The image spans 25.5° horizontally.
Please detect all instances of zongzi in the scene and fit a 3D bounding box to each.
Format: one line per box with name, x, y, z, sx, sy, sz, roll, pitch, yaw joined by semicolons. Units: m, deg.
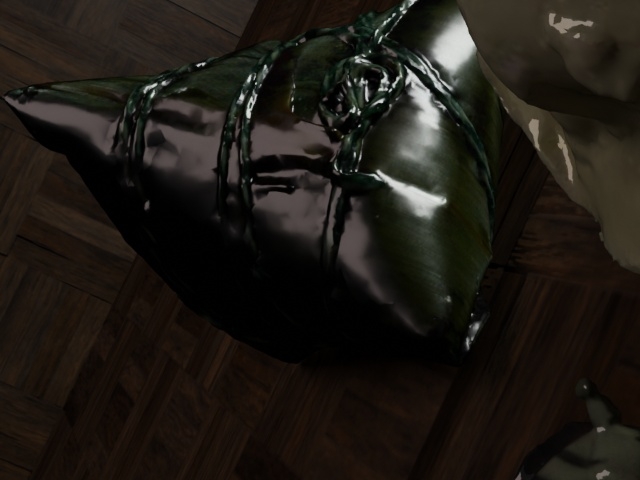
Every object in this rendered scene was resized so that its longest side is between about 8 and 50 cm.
zongzi;0.000;0.000;1.086;0.384;0.362;0.319;-1;54;30

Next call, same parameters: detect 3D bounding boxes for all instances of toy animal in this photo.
toy animal;0.080;0.181;0.618;0.217;0.073;0.176;-47;27;29

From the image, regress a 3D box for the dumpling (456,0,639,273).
dumpling;0.186;-0.133;0.683;0.395;0.233;0.315;21;117;62
